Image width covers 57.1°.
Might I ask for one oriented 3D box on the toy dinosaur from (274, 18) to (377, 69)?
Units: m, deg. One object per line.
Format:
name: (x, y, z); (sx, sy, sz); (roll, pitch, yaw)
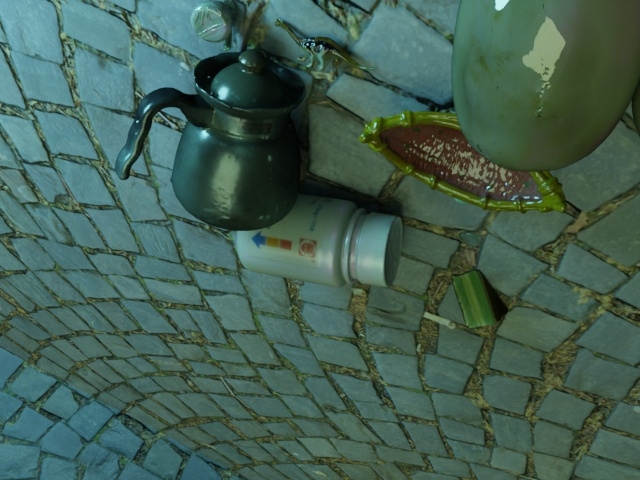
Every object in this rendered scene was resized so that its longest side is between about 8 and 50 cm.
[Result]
toy dinosaur: (0.004, -0.291, 0.925); (0.181, 0.037, 0.058); (22, 144, 5)

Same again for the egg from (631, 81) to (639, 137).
egg: (0.486, -0.163, 0.710); (0.186, 0.185, 0.242); (-19, 133, 39)

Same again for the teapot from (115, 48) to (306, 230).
teapot: (-0.166, -0.187, 0.973); (0.306, 0.223, 0.285); (6, 131, -12)

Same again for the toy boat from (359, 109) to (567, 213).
toy boat: (0.218, -0.121, 0.896); (0.318, 0.099, 0.140); (21, 132, 4)

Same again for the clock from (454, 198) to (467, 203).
clock: (0.248, -0.126, 0.974); (0.101, 0.041, 0.135); (-15, 125, 37)

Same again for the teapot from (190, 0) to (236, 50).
teapot: (-0.161, -0.346, 0.929); (0.064, 0.064, 0.083); (-7, 135, 23)

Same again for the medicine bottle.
medicine bottle: (0.000, 0.000, 1.131); (0.293, 0.170, 0.170); (9, 137, 19)

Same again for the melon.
melon: (0.273, -0.225, 0.718); (0.223, 0.223, 0.316); (10, 136, 17)

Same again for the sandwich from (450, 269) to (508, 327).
sandwich: (0.327, 0.112, 1.212); (0.074, 0.074, 0.116); (-18, 91, 39)
